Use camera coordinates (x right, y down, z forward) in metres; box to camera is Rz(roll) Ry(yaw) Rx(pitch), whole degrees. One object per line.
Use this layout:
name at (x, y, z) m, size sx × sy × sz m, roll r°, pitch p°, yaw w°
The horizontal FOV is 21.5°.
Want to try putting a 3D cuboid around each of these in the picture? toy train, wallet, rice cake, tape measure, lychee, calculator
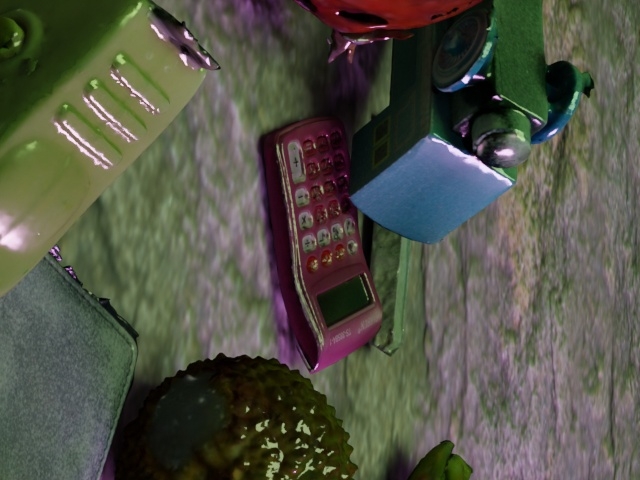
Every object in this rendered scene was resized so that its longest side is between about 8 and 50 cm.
toy train at (0.112, -0.157, 1.366) m, size 0.120 × 0.194 × 0.298 m, roll 27°, pitch 46°, yaw -26°
wallet at (-0.181, 0.077, 0.946) m, size 0.222 × 0.036 × 0.167 m, roll 53°, pitch 44°, yaw -47°
rice cake at (0.059, -0.007, 1.430) m, size 0.043 × 0.034 × 0.210 m, roll 41°, pitch 52°, yaw -67°
tape measure at (-0.171, -0.056, 0.809) m, size 0.200 × 0.175 × 0.106 m, roll -51°, pitch 146°, yaw -2°
lychee at (-0.048, 0.151, 1.078) m, size 0.171 × 0.171 × 0.171 m, roll 5°, pitch 85°, yaw -63°
calculator at (0.000, 0.000, 1.316) m, size 0.127 × 0.034 × 0.190 m, roll -21°, pitch 102°, yaw -61°

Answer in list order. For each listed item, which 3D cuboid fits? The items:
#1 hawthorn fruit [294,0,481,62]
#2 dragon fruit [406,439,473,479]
hawthorn fruit at (0.048, -0.259, 1.199) m, size 0.276 × 0.276 × 0.307 m, roll -49°, pitch 152°, yaw -54°
dragon fruit at (0.124, 0.313, 1.404) m, size 0.200 × 0.198 × 0.269 m, roll 62°, pitch 22°, yaw -25°
